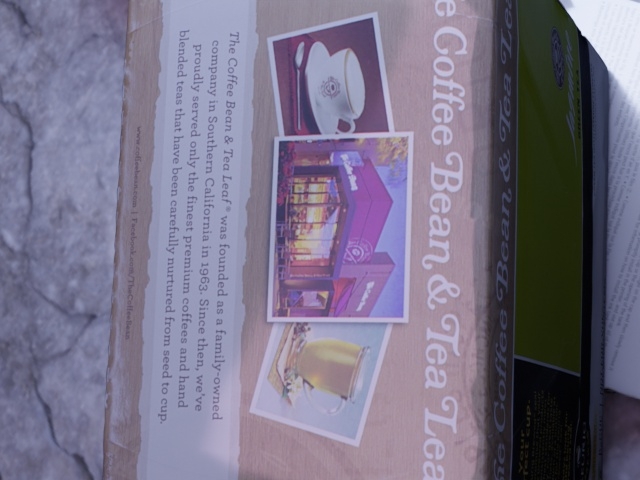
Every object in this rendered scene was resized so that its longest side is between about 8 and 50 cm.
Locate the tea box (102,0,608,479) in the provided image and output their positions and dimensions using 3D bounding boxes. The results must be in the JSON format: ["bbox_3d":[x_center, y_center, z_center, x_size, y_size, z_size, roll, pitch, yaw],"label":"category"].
[{"bbox_3d":[0.042,0.016,0.906,0.220,0.323,0.329,-1,81,20],"label":"tea box"}]

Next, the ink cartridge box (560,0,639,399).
[{"bbox_3d":[0.239,-0.023,1.040,0.239,0.060,0.275,18,89,22],"label":"ink cartridge box"}]
